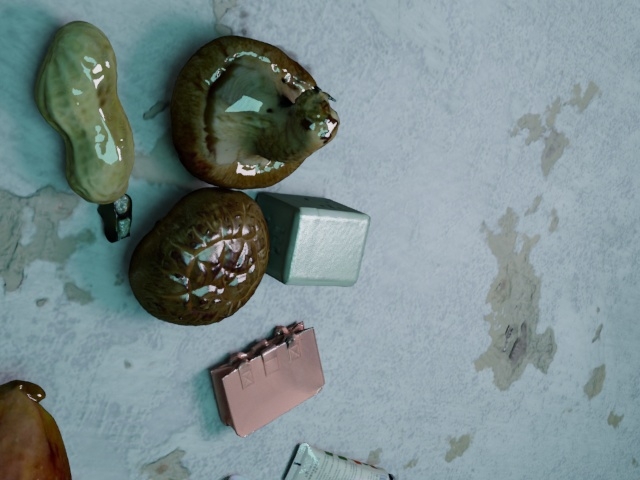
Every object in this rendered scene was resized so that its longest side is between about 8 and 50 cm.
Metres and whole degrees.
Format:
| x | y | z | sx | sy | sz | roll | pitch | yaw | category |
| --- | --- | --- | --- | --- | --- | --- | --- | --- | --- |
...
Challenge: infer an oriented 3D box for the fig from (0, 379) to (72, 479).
| x | y | z | sx | sy | sz | roll | pitch | yaw | category |
| --- | --- | --- | --- | --- | --- | --- | --- | --- | --- |
| -0.475 | 0.347 | 1.289 | 0.224 | 0.263 | 0.224 | -17 | 156 | -8 | fig |

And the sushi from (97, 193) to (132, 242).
| x | y | z | sx | sy | sz | roll | pitch | yaw | category |
| --- | --- | --- | --- | --- | --- | --- | --- | --- | --- |
| -0.323 | -0.040 | 1.392 | 0.046 | 0.044 | 0.083 | -26 | 125 | -52 | sushi |

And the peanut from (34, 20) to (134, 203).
| x | y | z | sx | sy | sz | roll | pitch | yaw | category |
| --- | --- | --- | --- | --- | --- | --- | --- | --- | --- |
| -0.342 | -0.178 | 1.275 | 0.125 | 0.111 | 0.275 | -20 | 117 | -25 | peanut |

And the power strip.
| x | y | z | sx | sy | sz | roll | pitch | yaw | category |
| --- | --- | --- | --- | --- | --- | --- | --- | --- | --- |
| 0.000 | 0.000 | 1.575 | 0.224 | 0.140 | 0.139 | 4 | 102 | -38 | power strip |

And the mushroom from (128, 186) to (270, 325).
| x | y | z | sx | sy | sz | roll | pitch | yaw | category |
| --- | --- | --- | --- | --- | --- | --- | --- | --- | --- |
| -0.191 | 0.032 | 1.437 | 0.253 | 0.153 | 0.253 | -25 | 135 | -28 | mushroom |

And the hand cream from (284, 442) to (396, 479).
| x | y | z | sx | sy | sz | roll | pitch | yaw | category |
| --- | --- | --- | --- | --- | --- | --- | --- | --- | --- |
| 0.048 | 0.493 | 1.845 | 0.276 | 0.059 | 0.095 | 23 | 93 | -35 | hand cream |

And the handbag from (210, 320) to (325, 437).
| x | y | z | sx | sy | sz | roll | pitch | yaw | category |
| --- | --- | --- | --- | --- | --- | --- | --- | --- | --- |
| -0.096 | 0.257 | 1.647 | 0.212 | 0.059 | 0.157 | -27 | 121 | -29 | handbag |

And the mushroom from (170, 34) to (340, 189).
| x | y | z | sx | sy | sz | roll | pitch | yaw | category |
| --- | --- | --- | --- | --- | --- | --- | --- | --- | --- |
| -0.115 | -0.190 | 1.395 | 0.267 | 0.254 | 0.267 | -2 | 109 | -5 | mushroom |

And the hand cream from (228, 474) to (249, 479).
| x | y | z | sx | sy | sz | roll | pitch | yaw | category |
| --- | --- | --- | --- | --- | --- | --- | --- | --- | --- |
| -0.184 | 0.539 | 1.696 | 0.076 | 0.047 | 0.174 | 8 | 110 | -39 | hand cream |
